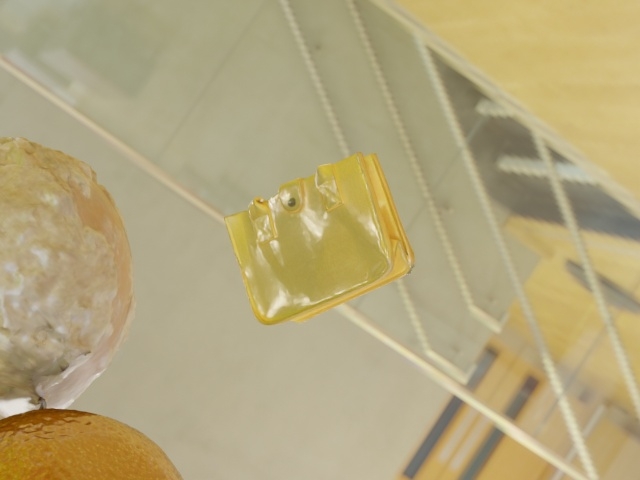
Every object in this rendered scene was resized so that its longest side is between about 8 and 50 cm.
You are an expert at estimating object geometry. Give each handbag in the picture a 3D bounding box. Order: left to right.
[{"bbox_3d":[0.000,0.000,0.648,0.027,0.083,0.061,-3,-110,-53],"label":"handbag"}]

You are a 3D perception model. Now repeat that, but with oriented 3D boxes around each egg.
[{"bbox_3d":[-0.308,0.047,1.358,0.279,0.310,0.279,26,-159,-11],"label":"egg"}]

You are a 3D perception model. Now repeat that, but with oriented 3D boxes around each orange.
[{"bbox_3d":[-0.216,0.270,1.186,0.264,0.264,0.264,34,175,4],"label":"orange"}]
